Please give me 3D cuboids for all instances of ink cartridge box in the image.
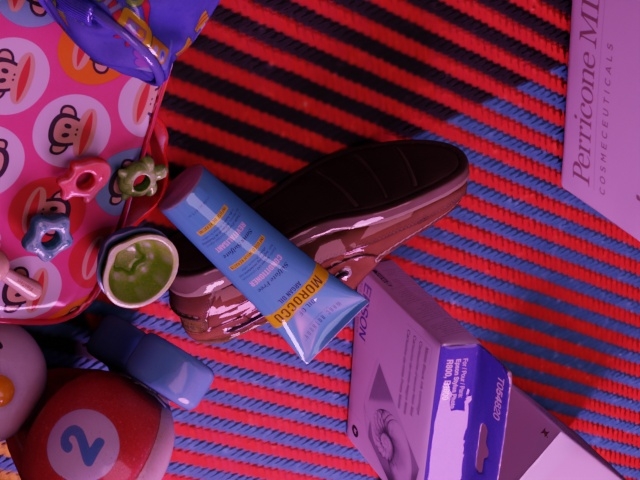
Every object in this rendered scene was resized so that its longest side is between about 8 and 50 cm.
[{"bbox_3d":[0.100,0.165,1.449,0.045,0.224,0.223,-12,122,-26],"label":"ink cartridge box"}]

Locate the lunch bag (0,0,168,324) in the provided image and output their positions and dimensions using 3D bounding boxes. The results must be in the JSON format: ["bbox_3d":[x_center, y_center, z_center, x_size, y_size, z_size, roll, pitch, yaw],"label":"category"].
[{"bbox_3d":[-0.237,-0.077,1.163,0.258,0.120,0.293,9,111,-36],"label":"lunch bag"}]

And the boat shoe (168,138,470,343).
[{"bbox_3d":[0.000,0.000,1.372,0.307,0.111,0.104,-20,127,-7],"label":"boat shoe"}]

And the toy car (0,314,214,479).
[{"bbox_3d":[-0.259,0.137,1.237,0.238,0.210,0.219,36,79,-25],"label":"toy car"}]

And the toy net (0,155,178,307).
[{"bbox_3d":[-0.218,0.004,1.123,0.232,0.045,0.122,-10,125,-32],"label":"toy net"}]

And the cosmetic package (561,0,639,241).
[{"bbox_3d":[0.480,-0.147,1.386,0.327,0.393,0.329,-18,125,-23],"label":"cosmetic package"}]

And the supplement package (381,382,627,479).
[{"bbox_3d":[0.215,0.284,1.638,0.194,0.149,0.203,-49,131,2],"label":"supplement package"}]

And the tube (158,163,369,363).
[{"bbox_3d":[-0.052,0.019,1.273,0.080,0.052,0.207,-43,116,8],"label":"tube"}]

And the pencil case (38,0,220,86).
[{"bbox_3d":[-0.085,-0.263,1.040,0.306,0.119,0.133,-58,157,-6],"label":"pencil case"}]
